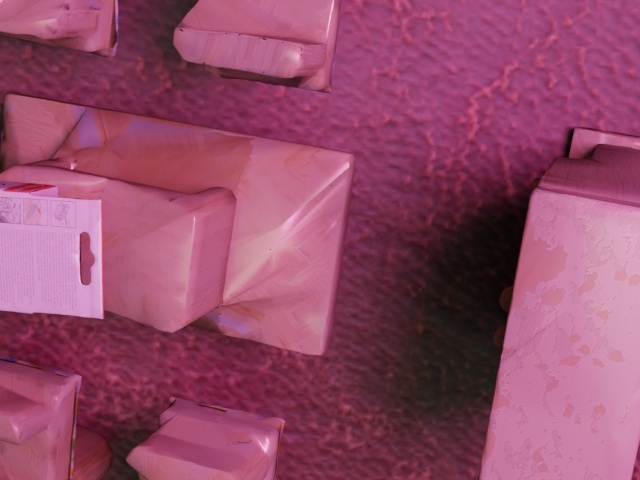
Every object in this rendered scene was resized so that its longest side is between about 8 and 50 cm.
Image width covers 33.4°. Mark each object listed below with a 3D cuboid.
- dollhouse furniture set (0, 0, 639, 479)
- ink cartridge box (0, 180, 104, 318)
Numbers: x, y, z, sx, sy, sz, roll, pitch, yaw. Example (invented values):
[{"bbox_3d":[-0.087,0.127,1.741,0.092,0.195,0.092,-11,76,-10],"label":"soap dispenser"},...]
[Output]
[{"bbox_3d":[0.000,0.000,0.641,0.394,0.256,0.362,12,103,15],"label":"dollhouse furniture set"},{"bbox_3d":[-0.156,0.003,0.539,0.115,0.029,0.063,5,101,16],"label":"ink cartridge box"}]
